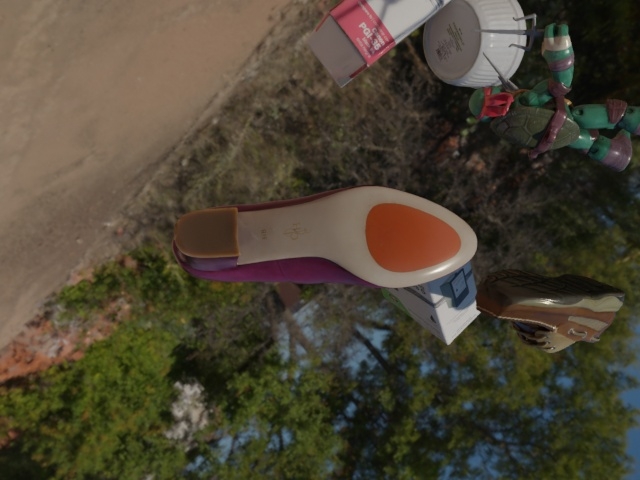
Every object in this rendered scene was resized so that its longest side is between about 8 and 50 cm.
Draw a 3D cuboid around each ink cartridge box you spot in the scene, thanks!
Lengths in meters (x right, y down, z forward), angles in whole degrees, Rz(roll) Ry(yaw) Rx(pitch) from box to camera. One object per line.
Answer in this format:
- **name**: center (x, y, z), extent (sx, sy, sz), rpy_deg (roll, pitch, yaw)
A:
- **ink cartridge box**: center (0.201, 0.055, 1.409), extent (0.114, 0.198, 0.273), rpy_deg (-42, 140, -14)
- **ink cartridge box**: center (0.130, -0.421, 1.259), extent (0.283, 0.117, 0.207), rpy_deg (-40, -172, -8)

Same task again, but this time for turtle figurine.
- **turtle figurine**: center (0.252, -0.150, 0.780), extent (0.175, 0.234, 0.118), rpy_deg (140, -34, -81)

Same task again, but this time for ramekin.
- **ramekin**: center (0.305, -0.412, 1.429), extent (0.109, 0.207, 0.207), rpy_deg (-13, 163, -34)

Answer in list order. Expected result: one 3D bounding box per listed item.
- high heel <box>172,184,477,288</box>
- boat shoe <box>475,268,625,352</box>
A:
- **high heel**: center (0.000, 0.000, 0.904), extent (0.377, 0.127, 0.181), rpy_deg (6, 173, -7)
- **boat shoe**: center (0.369, 0.121, 1.111), extent (0.323, 0.122, 0.120), rpy_deg (6, 105, -37)
